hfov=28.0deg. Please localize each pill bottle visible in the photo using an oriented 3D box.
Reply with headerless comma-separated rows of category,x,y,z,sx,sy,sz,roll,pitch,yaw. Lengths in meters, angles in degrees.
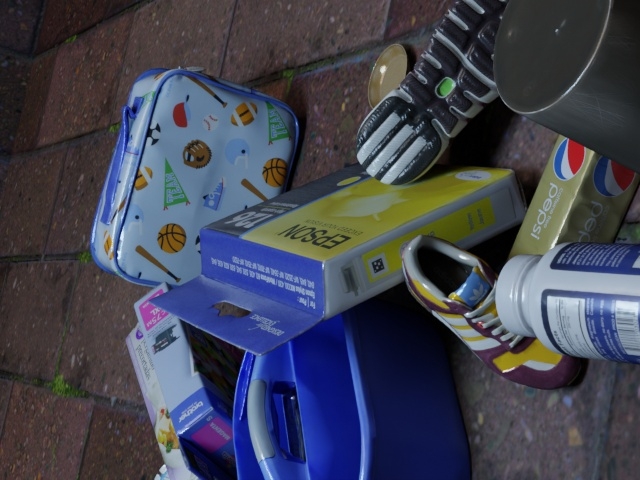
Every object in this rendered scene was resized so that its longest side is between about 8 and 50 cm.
pill bottle,0.226,0.049,1.023,0.169,0.094,0.094,3,79,48

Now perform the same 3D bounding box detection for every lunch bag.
lunch bag,-0.170,-0.079,1.694,0.115,0.243,0.304,15,90,62

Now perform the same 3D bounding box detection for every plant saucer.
plant saucer,0.085,-0.192,1.525,0.083,0.015,0.083,-38,44,50

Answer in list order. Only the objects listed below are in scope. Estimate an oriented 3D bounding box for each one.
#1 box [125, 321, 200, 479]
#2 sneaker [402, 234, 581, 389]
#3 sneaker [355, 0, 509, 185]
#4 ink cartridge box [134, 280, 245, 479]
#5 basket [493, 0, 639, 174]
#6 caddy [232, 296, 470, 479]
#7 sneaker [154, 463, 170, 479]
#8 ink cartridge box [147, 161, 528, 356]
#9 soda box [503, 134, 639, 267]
box,-0.178,0.210,1.636,0.063,0.067,0.324,-51,34,16
sneaker,0.146,0.064,1.120,0.070,0.185,0.084,-53,-16,-8
sneaker,0.149,-0.177,1.318,0.281,0.106,0.162,-43,-1,11
ink cartridge box,-0.118,0.197,1.521,0.065,0.186,0.311,-37,36,8
basket,0.255,-0.121,0.949,0.154,0.226,0.204,-48,38,41
caddy,0.006,0.198,1.300,0.241,0.179,0.341,-49,36,38
sneaker,-0.160,0.306,1.672,0.083,0.071,0.191,44,116,53
ink cartridge box,0.000,0.000,1.306,0.303,0.307,0.072,14,123,62
soda box,0.231,-0.039,1.129,0.058,0.061,0.181,40,112,59
